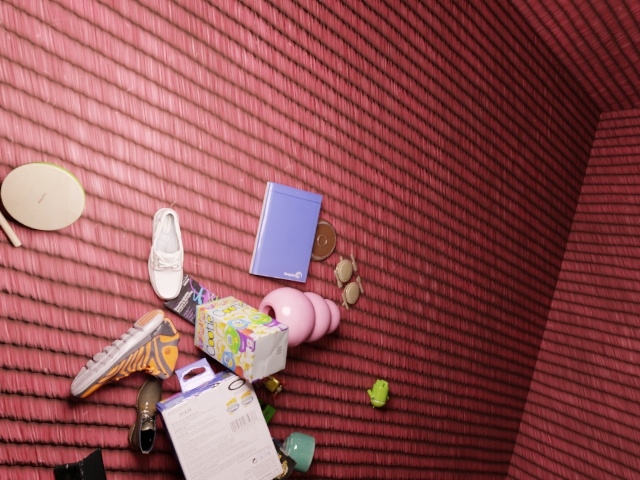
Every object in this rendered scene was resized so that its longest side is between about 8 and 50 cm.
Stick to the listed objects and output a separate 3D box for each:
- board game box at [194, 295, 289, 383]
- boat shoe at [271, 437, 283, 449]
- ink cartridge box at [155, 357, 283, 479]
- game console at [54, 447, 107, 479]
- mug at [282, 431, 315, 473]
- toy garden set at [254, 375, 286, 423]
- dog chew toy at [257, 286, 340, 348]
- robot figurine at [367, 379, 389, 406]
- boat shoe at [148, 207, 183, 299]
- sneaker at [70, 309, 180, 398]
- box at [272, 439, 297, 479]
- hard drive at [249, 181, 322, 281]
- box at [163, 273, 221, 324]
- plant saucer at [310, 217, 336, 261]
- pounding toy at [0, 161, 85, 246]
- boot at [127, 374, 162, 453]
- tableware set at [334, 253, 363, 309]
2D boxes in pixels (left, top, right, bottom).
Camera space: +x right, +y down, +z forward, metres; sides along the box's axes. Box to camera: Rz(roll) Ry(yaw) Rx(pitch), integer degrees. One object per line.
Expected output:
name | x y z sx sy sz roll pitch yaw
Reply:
board game box | -0.246 0.294 1.453 0.142 0.275 0.144 -11 113 -48
boat shoe | -0.237 0.757 1.654 0.258 0.089 0.109 5 92 -36
ink cartridge box | -0.309 0.556 1.409 0.270 0.151 0.396 -20 92 -29
game console | -0.687 0.676 1.362 0.107 0.071 0.122 -7 100 -5
mug | -0.092 0.786 1.741 0.097 0.129 0.158 20 92 -8
toy garden set | -0.247 0.531 1.651 0.244 0.049 0.204 47 70 -29
dog chew toy | -0.059 0.270 1.673 0.331 0.206 0.207 7 91 -45
robot figurine | 0.251 0.654 2.017 0.101 0.067 0.115 14 87 -36
boat shoe | -0.456 0.044 1.402 0.098 0.096 0.277 -4 96 -24
sneaker | -0.536 0.367 1.369 0.321 0.124 0.180 -41 116 -26
box | -0.267 0.769 1.530 0.257 0.079 0.322 50 63 -18
hard drive | -0.118 -0.025 1.670 0.210 0.040 0.319 12 88 -29
box | -0.400 0.198 1.509 0.162 0.029 0.116 42 71 -31
plant saucer | 0.000 0.000 1.784 0.168 0.029 0.169 -6 99 -36
pounding toy | -0.719 -0.118 1.211 0.236 0.110 0.183 -25 125 -1
boot | -0.506 0.520 1.418 0.082 0.106 0.219 16 86 -36
tableware set | 0.101 0.163 1.872 0.128 0.039 0.194 -41 124 -39
